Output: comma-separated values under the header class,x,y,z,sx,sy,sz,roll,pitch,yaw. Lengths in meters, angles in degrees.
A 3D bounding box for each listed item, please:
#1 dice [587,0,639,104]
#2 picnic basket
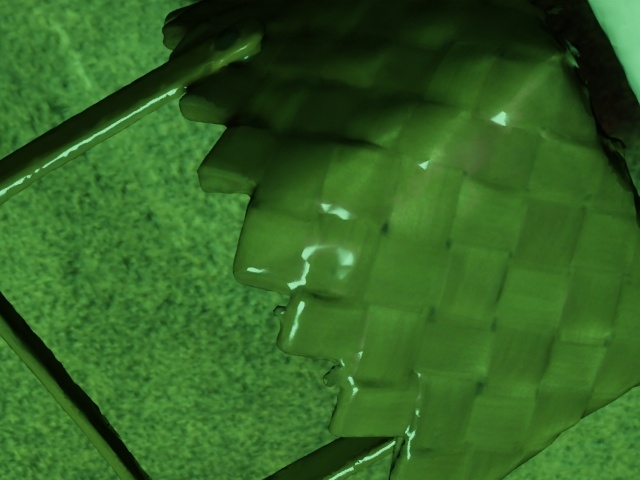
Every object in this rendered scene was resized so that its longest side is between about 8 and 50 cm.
class,x,y,z,sx,sy,sz,roll,pitch,yaw
dice,0.289,-0.145,0.781,0.304,0.277,0.304,-27,123,17
picnic basket,0.000,0.000,0.874,0.321,0.291,0.254,-31,120,7
